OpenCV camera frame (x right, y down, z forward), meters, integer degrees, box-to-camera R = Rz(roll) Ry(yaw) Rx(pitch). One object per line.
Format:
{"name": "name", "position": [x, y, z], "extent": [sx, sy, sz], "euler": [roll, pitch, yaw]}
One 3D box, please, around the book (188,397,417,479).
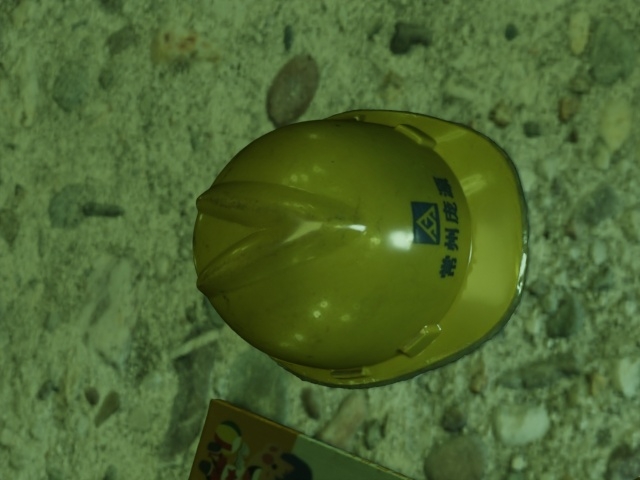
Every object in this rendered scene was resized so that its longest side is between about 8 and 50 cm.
{"name": "book", "position": [0.009, 0.257, 1.342], "extent": [0.295, 0.020, 0.207], "euler": [19, 95, 33]}

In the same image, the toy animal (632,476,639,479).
{"name": "toy animal", "position": [0.233, 0.251, 1.164], "extent": [0.181, 0.073, 0.136], "euler": [40, 100, 33]}

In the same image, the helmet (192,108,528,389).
{"name": "helmet", "position": [0.000, 0.000, 1.306], "extent": [0.257, 0.140, 0.205], "euler": [-6, 82, 36]}
